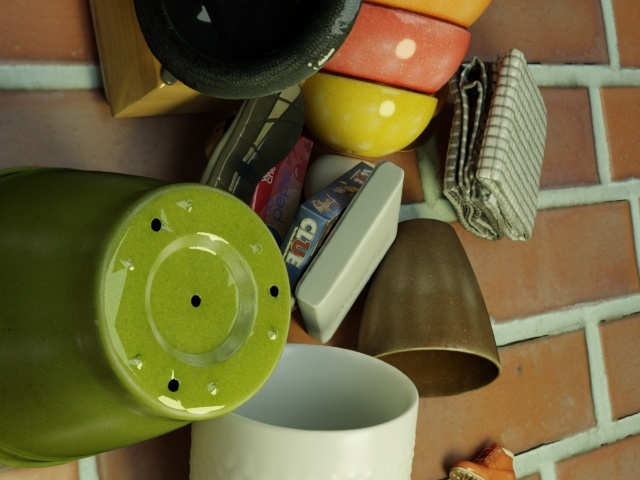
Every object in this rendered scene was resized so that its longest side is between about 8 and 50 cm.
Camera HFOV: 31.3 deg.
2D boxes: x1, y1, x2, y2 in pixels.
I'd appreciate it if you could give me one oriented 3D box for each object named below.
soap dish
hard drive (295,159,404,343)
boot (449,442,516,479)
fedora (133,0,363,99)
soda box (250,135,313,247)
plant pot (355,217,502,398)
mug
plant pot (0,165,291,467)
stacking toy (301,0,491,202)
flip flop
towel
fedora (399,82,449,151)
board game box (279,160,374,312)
[{"bbox_3d":[-0.157,-0.288,1.518,0.290,0.118,0.229,-9,91,-40],"label":"soap dish"},{"bbox_3d":[0.042,0.026,1.527,0.040,0.307,0.203,32,80,9],"label":"hard drive"},{"bbox_3d":[0.263,0.364,1.840,0.158,0.059,0.085,28,64,-44],"label":"boot"},{"bbox_3d":[-0.069,-0.318,1.394,0.152,0.333,0.334,35,58,-70],"label":"fedora"},{"bbox_3d":[-0.093,-0.027,1.556,0.083,0.092,0.263,24,69,-37],"label":"soda box"},{"bbox_3d":[0.155,0.092,1.700,0.215,0.215,0.231,22,57,-37],"label":"plant pot"},{"bbox_3d":[-0.012,0.320,1.481,0.374,0.276,0.328,-32,130,-65],"label":"mug"},{"bbox_3d":[-0.226,0.073,1.259,0.366,0.353,0.367,7,80,-40],"label":"plant pot"},{"bbox_3d":[0.069,-0.242,1.625,0.350,0.350,0.480,8,96,-40],"label":"stacking toy"},{"bbox_3d":[-0.111,-0.109,1.476,0.112,0.080,0.277,44,70,-49],"label":"flip flop"},{"bbox_3d":[0.273,-0.143,1.820,0.283,0.121,0.235,40,58,-62],"label":"towel"},{"bbox_3d":[0.146,-0.235,1.797,0.194,0.079,0.194,7,80,-41],"label":"fedora"},{"bbox_3d":[0.000,0.000,1.492,0.042,0.165,0.243,31,25,9],"label":"board game box"}]
